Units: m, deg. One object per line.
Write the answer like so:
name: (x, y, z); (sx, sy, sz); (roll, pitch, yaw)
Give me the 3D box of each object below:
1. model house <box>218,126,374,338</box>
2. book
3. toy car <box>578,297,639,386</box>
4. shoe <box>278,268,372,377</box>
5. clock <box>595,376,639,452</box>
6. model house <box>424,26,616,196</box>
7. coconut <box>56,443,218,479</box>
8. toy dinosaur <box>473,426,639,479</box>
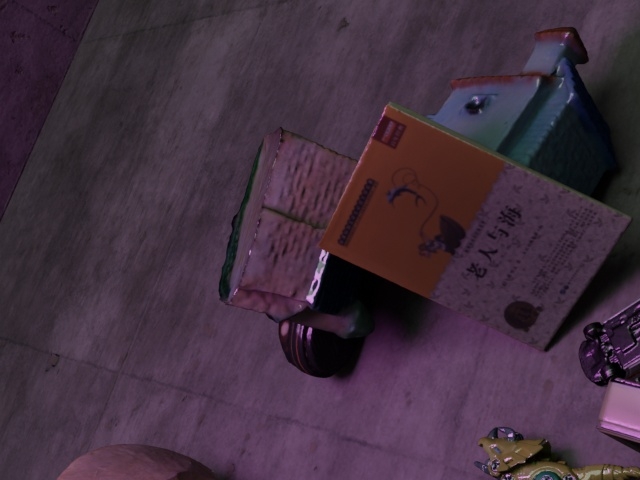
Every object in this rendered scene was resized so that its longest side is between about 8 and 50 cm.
model house: (0.001, -0.001, 1.627); (0.243, 0.284, 0.299); (-178, 105, -80)
book: (0.218, -0.012, 1.437); (0.032, 0.388, 0.269); (-67, 2, -58)
toy car: (0.458, 0.131, 1.336); (0.209, 0.108, 0.089); (-40, 44, 28)
shoe: (-0.031, 0.068, 1.839); (0.237, 0.171, 0.384); (-5, 61, 38)
clock: (0.450, 0.239, 1.201); (0.147, 0.192, 0.071); (10, 74, 49)
model house: (0.325, -0.176, 1.586); (0.294, 0.251, 0.329); (8, 63, 52)
coconut: (-0.313, 0.550, 1.700); (0.415, 0.344, 0.416); (6, 98, 55)
toy dinosaur: (0.326, 0.345, 1.357); (0.259, 0.094, 0.153); (-1, 69, 37)
